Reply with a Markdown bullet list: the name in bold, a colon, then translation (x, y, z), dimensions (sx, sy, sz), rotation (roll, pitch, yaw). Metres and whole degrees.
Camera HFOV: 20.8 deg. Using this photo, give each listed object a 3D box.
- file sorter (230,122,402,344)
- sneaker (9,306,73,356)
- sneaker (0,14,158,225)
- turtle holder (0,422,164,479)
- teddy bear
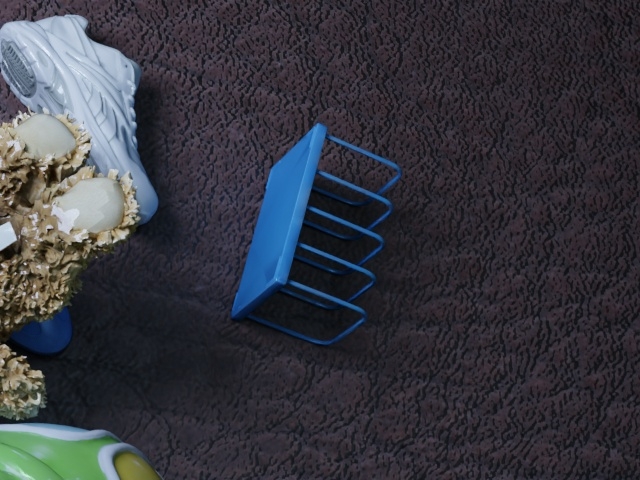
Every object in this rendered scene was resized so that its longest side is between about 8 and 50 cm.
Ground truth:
- **file sorter**: translation (0.000, 0.000, 1.667), dimensions (0.104, 0.118, 0.170), rotation (22, 63, -15)
- **sneaker**: translation (-0.286, 0.008, 1.572), dimensions (0.069, 0.082, 0.209), rotation (-27, 82, -30)
- **sneaker**: translation (-0.205, -0.125, 1.654), dimensions (0.115, 0.090, 0.232), rotation (-27, 82, -31)
- **turtle holder**: translation (-0.208, 0.240, 1.385), dimensions (0.243, 0.320, 0.227), rotation (54, 31, 12)
- **teddy bear**: translation (-0.292, 0.040, 1.473), dimensions (0.245, 0.113, 0.338), rotation (29, 86, 24)
